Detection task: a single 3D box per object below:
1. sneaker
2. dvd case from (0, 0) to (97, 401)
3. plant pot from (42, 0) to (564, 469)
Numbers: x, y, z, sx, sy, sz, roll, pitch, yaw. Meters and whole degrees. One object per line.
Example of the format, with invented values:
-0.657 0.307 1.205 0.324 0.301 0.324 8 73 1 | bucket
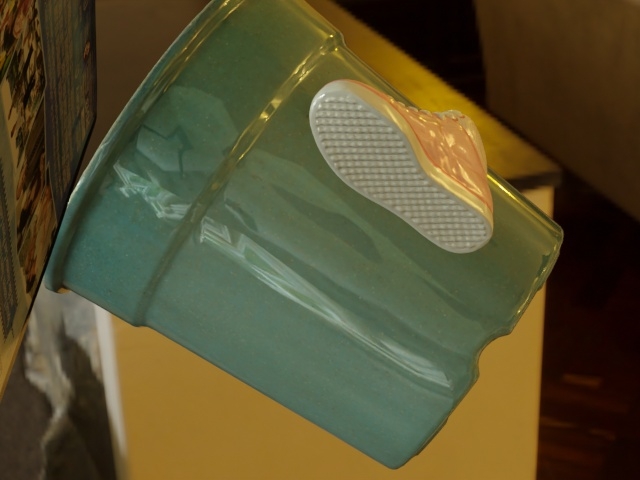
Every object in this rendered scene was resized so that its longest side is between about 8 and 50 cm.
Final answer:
0.047 -0.055 0.708 0.051 0.134 0.070 -31 33 34 | sneaker
-0.109 0.002 0.375 0.022 0.180 0.253 12 56 -2 | dvd case
0.000 0.000 1.080 0.334 0.341 0.341 36 34 3 | plant pot
